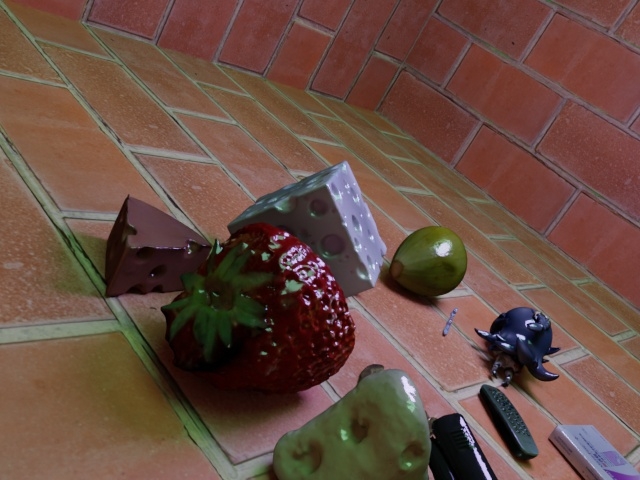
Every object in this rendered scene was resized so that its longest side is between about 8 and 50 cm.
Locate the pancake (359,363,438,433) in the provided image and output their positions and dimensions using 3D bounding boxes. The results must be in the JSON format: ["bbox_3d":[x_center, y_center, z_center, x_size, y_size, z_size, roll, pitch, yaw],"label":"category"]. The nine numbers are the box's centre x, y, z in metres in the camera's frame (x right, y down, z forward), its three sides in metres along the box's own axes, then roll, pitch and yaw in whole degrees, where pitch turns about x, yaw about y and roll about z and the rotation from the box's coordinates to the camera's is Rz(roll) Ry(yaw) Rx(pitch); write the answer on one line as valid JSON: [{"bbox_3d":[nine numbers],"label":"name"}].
[{"bbox_3d":[0.164,0.332,1.337,0.190,0.020,0.184,29,21,-6],"label":"pancake"}]

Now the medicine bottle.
[{"bbox_3d":[0.654,0.525,1.510,0.171,0.052,0.201,13,26,-36],"label":"medicine bottle"}]

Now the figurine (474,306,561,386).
[{"bbox_3d":[0.543,0.283,1.747,0.265,0.196,0.175,-74,139,-71],"label":"figurine"}]

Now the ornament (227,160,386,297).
[{"bbox_3d":[-0.018,-0.003,1.408,0.240,0.239,0.240,65,18,-12],"label":"ornament"}]

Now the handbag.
[{"bbox_3d":[0.245,0.437,0.991,0.088,0.244,0.275,-21,34,-5],"label":"handbag"}]

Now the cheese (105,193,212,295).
[{"bbox_3d":[-0.309,0.025,1.244,0.177,0.128,0.203,19,24,-27],"label":"cheese"}]

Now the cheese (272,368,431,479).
[{"bbox_3d":[0.096,0.328,1.010,0.247,0.251,0.174,30,16,-47],"label":"cheese"}]

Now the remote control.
[{"bbox_3d":[0.429,0.411,1.474,0.072,0.042,0.222,22,22,-21],"label":"remote control"}]

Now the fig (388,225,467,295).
[{"bbox_3d":[0.313,0.072,1.862,0.207,0.207,0.230,35,51,11],"label":"fig"}]

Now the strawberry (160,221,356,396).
[{"bbox_3d":[-0.099,0.128,1.121,0.291,0.292,0.310,42,-2,26],"label":"strawberry"}]

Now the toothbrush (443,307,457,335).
[{"bbox_3d":[0.366,0.230,1.817,0.013,0.019,0.193,35,24,9],"label":"toothbrush"}]
